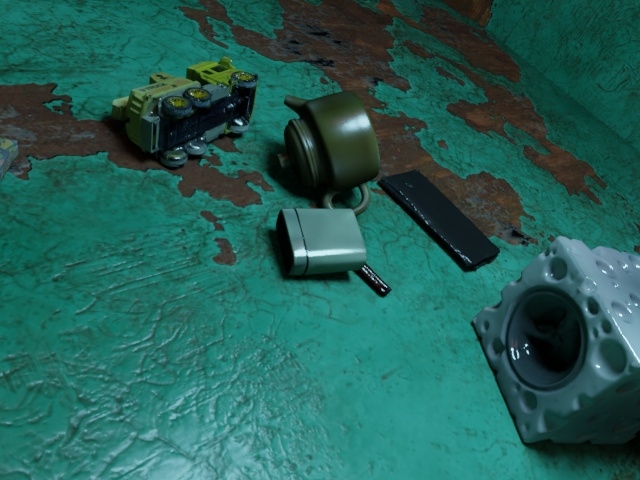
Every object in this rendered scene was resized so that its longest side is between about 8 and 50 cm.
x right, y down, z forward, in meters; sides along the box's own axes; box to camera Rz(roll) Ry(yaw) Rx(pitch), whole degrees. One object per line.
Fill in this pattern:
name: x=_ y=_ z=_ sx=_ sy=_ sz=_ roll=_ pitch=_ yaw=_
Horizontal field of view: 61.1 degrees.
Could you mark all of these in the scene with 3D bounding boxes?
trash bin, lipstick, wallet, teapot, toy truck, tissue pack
trash bin: x=0.000 y=0.000 z=0.919 sx=0.130 sy=0.059 sz=0.116 roll=-2 pitch=57 yaw=-21
lipstick: x=0.058 y=0.033 z=0.970 sx=0.176 sy=0.027 sz=0.027 roll=45 pitch=41 yaw=15
wallet: x=0.263 y=-0.054 z=1.189 sx=0.146 sy=0.030 sz=0.285 roll=-17 pitch=57 yaw=-47
teapot: x=0.006 y=-0.165 z=1.047 sx=0.175 sy=0.185 sz=0.267 roll=-20 pitch=87 yaw=-7
toy truck: x=-0.246 y=-0.252 z=1.006 sx=0.157 sy=0.124 sz=0.272 roll=31 pitch=41 yaw=16
tissue pack: x=-0.481 y=-0.119 z=0.779 sx=0.063 sy=0.035 sz=0.083 roll=15 pitch=41 yaw=-18

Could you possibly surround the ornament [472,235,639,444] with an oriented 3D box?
ornament: x=0.449 y=0.174 z=0.898 sx=0.240 sy=0.239 sz=0.239 roll=12 pitch=43 yaw=-24
